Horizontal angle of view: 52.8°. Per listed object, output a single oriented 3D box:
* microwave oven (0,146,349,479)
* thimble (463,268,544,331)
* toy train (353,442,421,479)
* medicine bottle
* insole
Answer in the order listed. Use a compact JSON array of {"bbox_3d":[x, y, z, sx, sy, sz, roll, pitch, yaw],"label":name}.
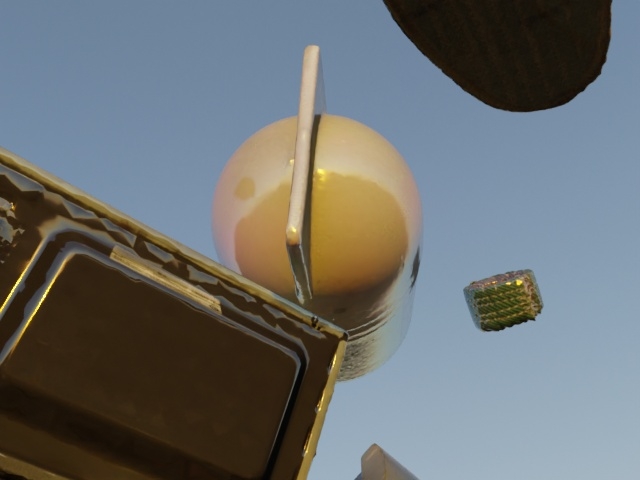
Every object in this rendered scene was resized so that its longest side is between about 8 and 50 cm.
[{"bbox_3d":[-0.206,0.120,0.527,0.355,0.218,0.286,31,-31,-18],"label":"microwave oven"},{"bbox_3d":[0.340,0.110,1.196,0.135,0.090,0.118,-19,1,36],"label":"thimble"},{"bbox_3d":[0.094,0.346,0.585,0.300,0.131,0.202,40,-84,-4],"label":"toy train"},{"bbox_3d":[0.000,0.000,0.747,0.236,0.235,0.406,-12,-29,-1],"label":"medicine bottle"},{"bbox_3d":[0.060,-0.185,0.306,0.119,0.009,0.348,-20,-46,22],"label":"insole"}]
